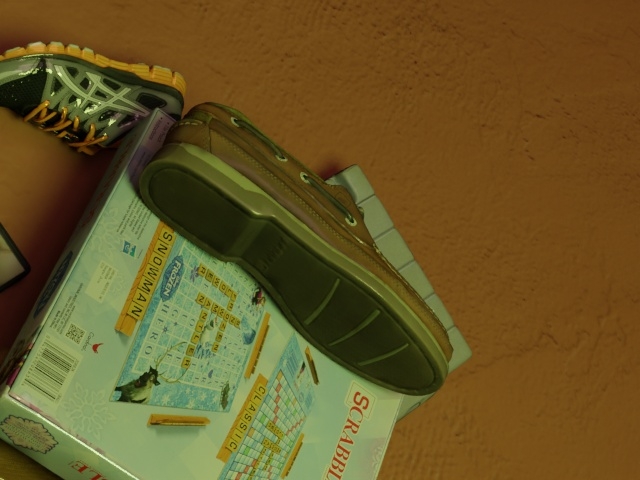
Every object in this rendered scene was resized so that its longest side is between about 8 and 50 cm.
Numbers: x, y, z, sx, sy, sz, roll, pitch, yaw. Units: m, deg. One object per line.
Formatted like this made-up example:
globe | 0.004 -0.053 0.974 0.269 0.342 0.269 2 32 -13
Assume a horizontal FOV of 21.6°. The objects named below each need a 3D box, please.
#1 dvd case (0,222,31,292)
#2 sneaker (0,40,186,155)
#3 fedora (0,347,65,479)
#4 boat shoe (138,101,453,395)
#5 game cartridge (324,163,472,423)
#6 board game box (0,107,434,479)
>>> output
dvd case | -0.372 -0.035 1.361 0.180 0.022 0.253 -36 94 -38
sneaker | -0.210 -0.118 1.470 0.215 0.084 0.083 6 73 -33
fedora | -0.240 0.183 1.326 0.194 0.079 0.194 15 60 -28
boat shoe | 0.000 0.000 1.384 0.307 0.110 0.104 41 48 -12
game cartridge | -0.036 0.100 1.513 0.355 0.068 0.230 -31 94 -38
board game box | -0.081 0.100 1.390 0.318 0.066 0.319 37 50 -16
